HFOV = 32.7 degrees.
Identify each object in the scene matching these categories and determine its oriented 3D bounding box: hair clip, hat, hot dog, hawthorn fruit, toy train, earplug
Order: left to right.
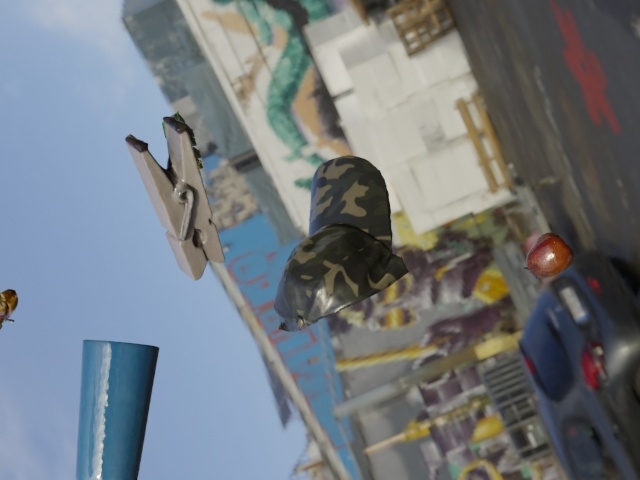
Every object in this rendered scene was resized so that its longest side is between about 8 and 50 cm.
[{"bbox_3d":[-0.696,0.152,2.281,0.250,0.104,0.076,-25,70,55],"label":"hot dog"},{"bbox_3d":[-0.354,0.311,1.862,0.132,0.132,0.272,42,-129,-75],"label":"earplug"},{"bbox_3d":[-0.263,-0.073,2.050,0.085,0.101,0.330,30,146,44],"label":"hair clip"},{"bbox_3d":[-0.322,-0.222,2.532,0.081,0.060,0.202,52,-169,-37],"label":"toy train"},{"bbox_3d":[0.000,0.000,2.337,0.257,0.366,0.381,2,-114,-47],"label":"hat"},{"bbox_3d":[0.434,0.035,2.090,0.081,0.093,0.081,44,-172,-8],"label":"hawthorn fruit"}]
